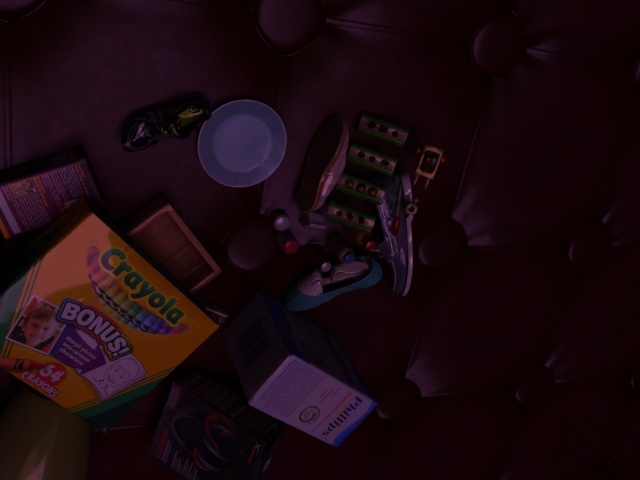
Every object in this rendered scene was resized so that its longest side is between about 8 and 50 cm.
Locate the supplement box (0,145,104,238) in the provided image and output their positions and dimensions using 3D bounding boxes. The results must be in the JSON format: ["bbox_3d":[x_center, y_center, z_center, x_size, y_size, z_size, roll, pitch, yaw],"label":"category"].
[{"bbox_3d":[-0.512,-0.092,1.207,0.188,0.081,0.104,-20,122,-12],"label":"supplement box"}]

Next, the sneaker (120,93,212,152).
[{"bbox_3d":[-0.292,-0.222,1.232,0.188,0.078,0.067,-25,123,-8],"label":"sneaker"}]

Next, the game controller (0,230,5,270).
[{"bbox_3d":[-0.693,0.062,1.237,0.166,0.067,0.319,-11,122,-34],"label":"game controller"}]

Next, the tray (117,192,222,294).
[{"bbox_3d":[-0.429,0.107,1.335,0.411,0.076,0.203,-38,125,-8],"label":"tray"}]

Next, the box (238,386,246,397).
[{"bbox_3d":[-0.160,0.439,1.626,0.103,0.114,0.203,26,106,-31],"label":"box"}]

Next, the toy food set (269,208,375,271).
[{"bbox_3d":[0.000,0.000,1.460,0.232,0.104,0.111,10,112,-27],"label":"toy food set"}]

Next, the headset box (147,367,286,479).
[{"bbox_3d":[-0.257,0.457,1.517,0.110,0.293,0.218,-20,136,-65],"label":"headset box"}]

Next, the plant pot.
[{"bbox_3d":[-0.606,0.453,1.379,0.274,0.274,0.294,18,93,-30],"label":"plant pot"}]

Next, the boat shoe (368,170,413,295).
[{"bbox_3d":[0.163,-0.011,1.534,0.099,0.116,0.320,-5,118,-1],"label":"boat shoe"}]

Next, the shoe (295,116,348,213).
[{"bbox_3d":[0.010,-0.161,1.404,0.058,0.076,0.219,2,116,-52],"label":"shoe"}]

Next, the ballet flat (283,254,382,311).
[{"bbox_3d":[0.023,0.090,1.514,0.247,0.083,0.087,-19,142,0],"label":"ballet flat"}]

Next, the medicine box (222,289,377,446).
[{"bbox_3d":[-0.052,0.293,1.501,0.289,0.263,0.149,36,100,-34],"label":"medicine box"}]

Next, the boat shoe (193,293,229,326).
[{"bbox_3d":[-0.270,0.157,1.468,0.137,0.049,0.043,32,104,-38],"label":"boat shoe"}]

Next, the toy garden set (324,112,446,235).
[{"bbox_3d":[0.145,-0.128,1.408,0.203,0.049,0.244,20,97,-3],"label":"toy garden set"}]

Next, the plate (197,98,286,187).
[{"bbox_3d":[-0.161,-0.200,1.333,0.188,0.024,0.188,-11,121,-19],"label":"plate"}]

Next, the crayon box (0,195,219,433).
[{"bbox_3d":[-0.432,0.152,1.245,0.313,0.106,0.363,-43,125,-4],"label":"crayon box"}]
